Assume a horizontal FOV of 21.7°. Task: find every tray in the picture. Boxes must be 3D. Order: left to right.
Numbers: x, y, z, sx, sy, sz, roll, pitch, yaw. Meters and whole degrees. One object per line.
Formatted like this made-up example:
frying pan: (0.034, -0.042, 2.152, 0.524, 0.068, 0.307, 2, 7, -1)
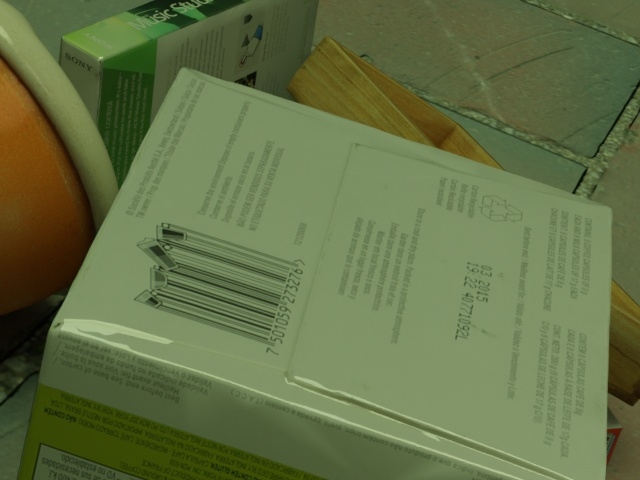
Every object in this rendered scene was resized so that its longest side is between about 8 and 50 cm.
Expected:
tray: (0.134, -0.026, 1.500, 0.202, 0.076, 0.411, 30, 15, -38)

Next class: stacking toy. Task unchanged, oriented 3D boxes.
stacking toy: (-0.423, 0.020, 1.284, 0.350, 0.351, 0.480, 33, 57, 23)

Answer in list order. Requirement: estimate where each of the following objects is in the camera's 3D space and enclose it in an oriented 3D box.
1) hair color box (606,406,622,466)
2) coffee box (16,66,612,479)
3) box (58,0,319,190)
hair color box: (0.166, 0.157, 1.453, 0.167, 0.053, 0.093, -3, 38, -21)
coffee box: (-0.011, 0.140, 1.167, 0.338, 0.334, 0.338, 18, 34, 0)
box: (-0.125, -0.126, 1.578, 0.058, 0.232, 0.322, 28, 36, 25)
